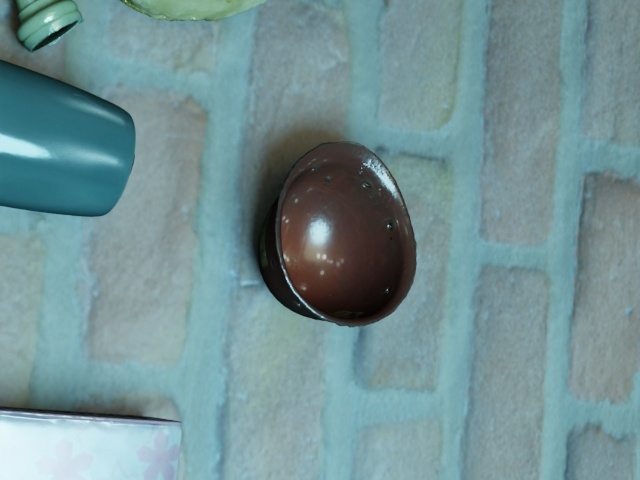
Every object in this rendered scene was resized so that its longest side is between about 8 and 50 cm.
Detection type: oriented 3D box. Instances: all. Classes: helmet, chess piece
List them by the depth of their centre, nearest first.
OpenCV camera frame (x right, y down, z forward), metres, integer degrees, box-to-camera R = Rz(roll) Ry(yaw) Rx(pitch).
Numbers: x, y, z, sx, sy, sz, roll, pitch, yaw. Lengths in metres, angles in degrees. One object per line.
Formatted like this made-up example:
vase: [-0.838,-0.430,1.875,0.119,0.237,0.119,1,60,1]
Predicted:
chess piece: [-0.266,-0.240,1.042,0.059,0.059,0.149,-33,98,-27]
helmet: [0.000,0.000,1.138,0.155,0.106,0.175,5,78,-32]

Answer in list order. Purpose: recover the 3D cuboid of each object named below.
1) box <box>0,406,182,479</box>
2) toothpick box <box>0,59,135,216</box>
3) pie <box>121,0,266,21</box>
box: [-0.224,0.323,0.984,0.190,0.112,0.369,7,82,-27]
toothpick box: [-0.249,-0.083,1.000,0.184,0.120,0.120,15,79,-30]
pie: [-0.127,-0.359,1.110,0.315,0.092,0.315,4,82,-29]
